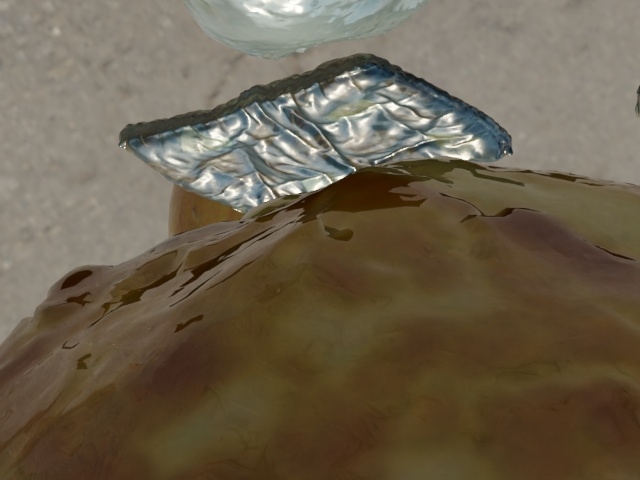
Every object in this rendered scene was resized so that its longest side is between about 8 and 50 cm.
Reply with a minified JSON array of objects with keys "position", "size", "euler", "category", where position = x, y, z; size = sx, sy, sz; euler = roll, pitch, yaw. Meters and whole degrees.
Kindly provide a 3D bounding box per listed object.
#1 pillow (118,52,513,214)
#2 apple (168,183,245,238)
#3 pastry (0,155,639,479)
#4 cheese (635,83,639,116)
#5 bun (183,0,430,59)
[{"position":[-0.003,-0.070,1.297],"size":[0.255,0.034,0.189],"euler":[-17,149,36],"category":"pillow"},{"position":[0.000,0.000,1.659],"size":[0.299,0.275,0.299],"euler":[1,170,0],"category":"apple"},{"position":[0.027,0.150,0.532],"size":[0.388,0.388,0.313],"euler":[-32,149,-6],"category":"pastry"},{"position":[0.408,-0.159,1.699],"size":[0.202,0.091,0.175],"euler":[-10,113,-8],"category":"cheese"},{"position":[-0.003,-0.265,0.939],"size":[0.194,0.355,0.354],"euler":[-8,153,11],"category":"bun"}]
